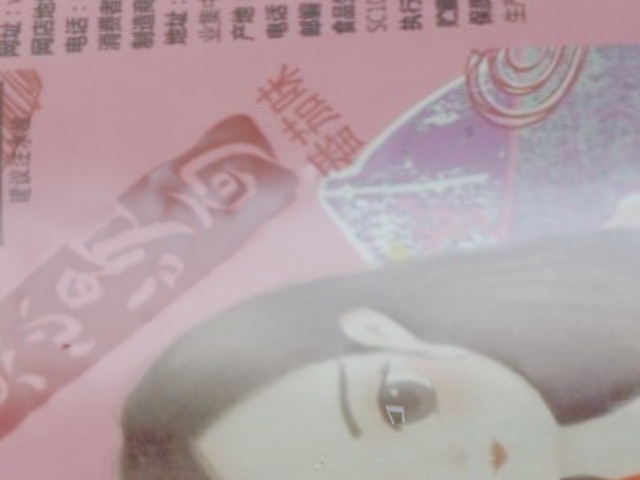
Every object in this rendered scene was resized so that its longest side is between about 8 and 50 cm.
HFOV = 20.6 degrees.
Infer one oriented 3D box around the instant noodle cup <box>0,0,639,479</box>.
[{"bbox_3d":[0.000,0.000,0.418,0.231,0.243,0.243,-2,3,6],"label":"instant noodle cup"}]
